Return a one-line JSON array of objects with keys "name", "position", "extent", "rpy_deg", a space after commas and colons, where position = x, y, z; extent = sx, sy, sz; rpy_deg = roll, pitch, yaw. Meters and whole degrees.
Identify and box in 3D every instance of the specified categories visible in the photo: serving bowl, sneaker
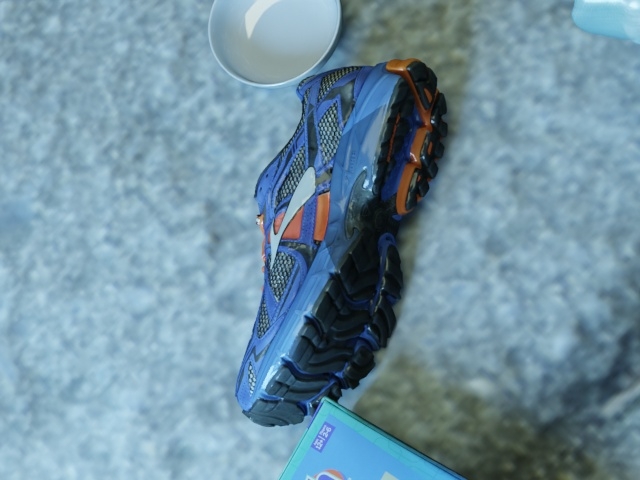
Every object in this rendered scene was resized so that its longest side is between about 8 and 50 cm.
[{"name": "serving bowl", "position": [-0.023, -0.127, 1.162], "extent": [0.083, 0.027, 0.083], "rpy_deg": [-6, 73, 19]}, {"name": "sneaker", "position": [0.000, 0.000, 1.100], "extent": [0.087, 0.083, 0.221], "rpy_deg": [11, 73, 36]}]

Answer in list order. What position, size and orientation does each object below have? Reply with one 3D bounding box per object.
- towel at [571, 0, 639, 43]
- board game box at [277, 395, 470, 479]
[{"name": "towel", "position": [0.321, -0.238, 0.986], "extent": [0.320, 0.090, 0.374], "rpy_deg": [8, 60, 22]}, {"name": "board game box", "position": [0.053, 0.202, 1.030], "extent": [0.210, 0.047, 0.160], "rpy_deg": [29, 86, 24]}]
